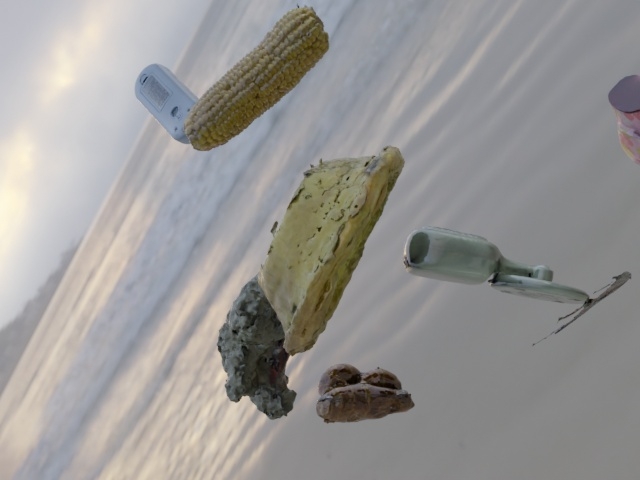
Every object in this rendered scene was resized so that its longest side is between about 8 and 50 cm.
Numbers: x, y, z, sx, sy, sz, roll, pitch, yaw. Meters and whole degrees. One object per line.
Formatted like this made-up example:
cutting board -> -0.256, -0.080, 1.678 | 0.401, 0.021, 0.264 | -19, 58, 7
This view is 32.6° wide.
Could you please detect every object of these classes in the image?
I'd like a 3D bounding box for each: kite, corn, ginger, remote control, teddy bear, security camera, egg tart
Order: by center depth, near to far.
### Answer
kite -> 0.371, 0.078, 1.480 | 0.160, 0.010, 0.183 | -25, -19, -34
egg tart -> 0.000, 0.000, 1.609 | 0.345, 0.132, 0.345 | 26, -90, -88
security camera -> 0.278, 0.042, 1.724 | 0.157, 0.301, 0.080 | 117, 166, -83
corn -> -0.102, -0.252, 1.740 | 0.291, 0.101, 0.101 | -44, 9, -7
ginger -> 0.068, 0.252, 1.797 | 0.103, 0.162, 0.073 | -100, 13, -49
remote control -> -0.287, -0.264, 2.080 | 0.087, 0.047, 0.244 | -53, 46, 8
teddy bear -> -0.114, 0.200, 2.458 | 0.367, 0.224, 0.357 | 93, -160, -74

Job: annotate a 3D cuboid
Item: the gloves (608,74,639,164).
gloves -> 0.554, -0.167, 1.789 | 0.145, 0.241, 0.126 | 20, 66, 49
